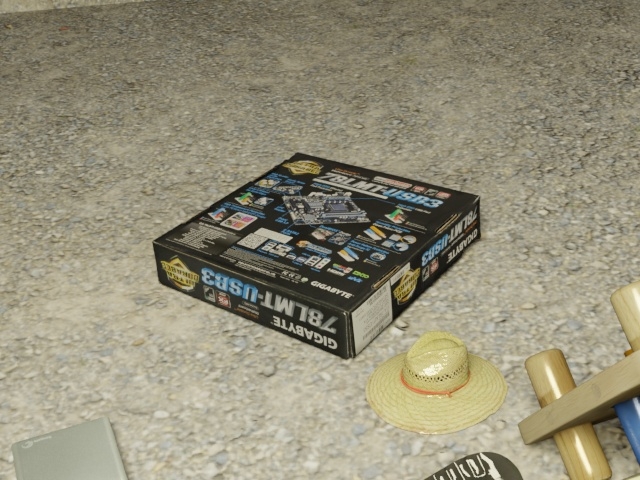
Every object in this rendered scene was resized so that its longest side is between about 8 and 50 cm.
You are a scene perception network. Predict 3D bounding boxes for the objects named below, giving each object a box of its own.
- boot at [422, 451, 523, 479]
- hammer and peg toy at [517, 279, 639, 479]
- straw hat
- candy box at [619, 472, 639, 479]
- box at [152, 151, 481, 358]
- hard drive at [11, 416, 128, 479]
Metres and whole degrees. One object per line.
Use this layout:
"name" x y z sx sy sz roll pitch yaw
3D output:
"boot" 0.064 0.239 0.729 0.198 0.137 0.077 -18 60 1
"hammer and peg toy" 0.319 0.082 0.734 0.266 0.361 0.127 -13 70 -14
"straw hat" 0.116 0.125 0.950 0.144 0.061 0.144 -2 31 1
"candy box" 0.274 0.179 0.718 0.105 0.027 0.206 -24 -19 23
"box" 0.000 0.000 1.166 0.296 0.073 0.293 17 36 32
"hard drive" -0.226 0.221 0.863 0.094 0.022 0.135 -14 32 -17
